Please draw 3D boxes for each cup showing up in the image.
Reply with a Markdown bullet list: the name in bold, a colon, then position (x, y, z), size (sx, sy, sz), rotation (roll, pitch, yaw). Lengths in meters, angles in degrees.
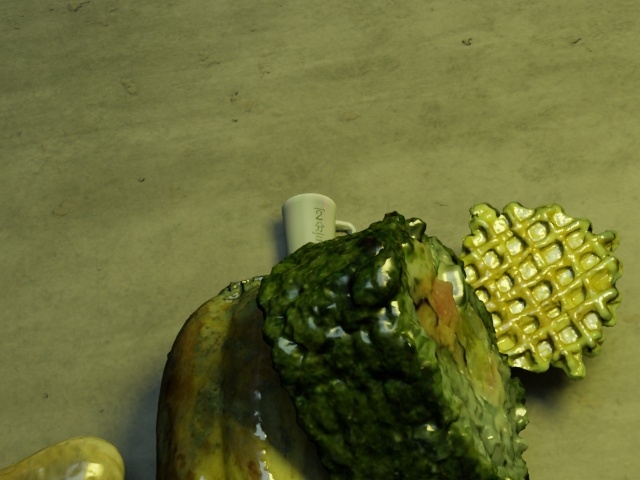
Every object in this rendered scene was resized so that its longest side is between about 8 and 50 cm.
- **cup**: position (0.000, 0.000, 1.737), size (0.104, 0.074, 0.116), rotation (10, 54, -20)

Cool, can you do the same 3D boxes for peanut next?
- **peanut**: position (-0.331, 0.317, 1.504), size (0.224, 0.129, 0.129), rotation (-24, 53, 1)

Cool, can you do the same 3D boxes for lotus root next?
- **lotus root**: position (-0.066, 0.206, 1.477), size (0.250, 0.250, 0.346), rotation (-5, 57, 4)

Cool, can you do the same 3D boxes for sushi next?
- **sushi**: position (0.095, 0.141, 1.381), size (0.178, 0.352, 0.294), rotation (-22, 16, 23)

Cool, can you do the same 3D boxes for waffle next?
- **waffle**: position (0.264, 0.056, 1.546), size (0.204, 0.054, 0.223), rotation (11, 69, 15)
